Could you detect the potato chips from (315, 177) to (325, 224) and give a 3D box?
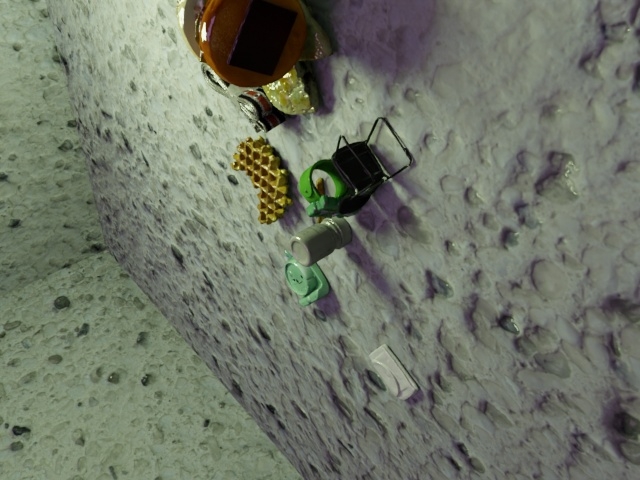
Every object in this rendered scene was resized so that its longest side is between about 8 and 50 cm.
[{"bbox_3d":[-0.001,-0.099,1.814,0.037,0.026,0.204,49,150,44],"label":"potato chips"}]

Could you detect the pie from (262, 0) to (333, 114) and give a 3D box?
[{"bbox_3d":[-0.090,-0.503,1.579,0.337,0.075,0.338,32,134,39],"label":"pie"}]

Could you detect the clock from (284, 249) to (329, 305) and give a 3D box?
[{"bbox_3d":[-0.064,0.117,2.035,0.211,0.066,0.159,59,148,6],"label":"clock"}]

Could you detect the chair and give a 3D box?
[{"bbox_3d":[0.101,-0.181,1.501,0.145,0.140,0.221,57,151,9],"label":"chair"}]

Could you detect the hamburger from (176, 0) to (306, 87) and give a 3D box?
[{"bbox_3d":[-0.190,-0.520,1.403,0.225,0.290,0.291,52,150,40],"label":"hamburger"}]

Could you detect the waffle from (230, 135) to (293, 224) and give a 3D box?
[{"bbox_3d":[-0.187,-0.208,1.964,0.259,0.069,0.293,-33,83,56],"label":"waffle"}]

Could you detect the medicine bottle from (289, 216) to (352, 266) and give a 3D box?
[{"bbox_3d":[0.000,0.000,1.751,0.105,0.168,0.105,36,141,36],"label":"medicine bottle"}]

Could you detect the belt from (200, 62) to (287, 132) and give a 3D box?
[{"bbox_3d":[-0.242,-0.459,1.807,0.359,0.094,0.126,45,161,28],"label":"belt"}]

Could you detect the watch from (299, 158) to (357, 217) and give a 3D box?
[{"bbox_3d":[0.024,-0.143,1.660,0.131,0.165,0.152,-31,63,60],"label":"watch"}]

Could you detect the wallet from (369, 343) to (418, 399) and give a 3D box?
[{"bbox_3d":[0.229,0.423,1.880,0.183,0.031,0.124,55,145,14],"label":"wallet"}]
